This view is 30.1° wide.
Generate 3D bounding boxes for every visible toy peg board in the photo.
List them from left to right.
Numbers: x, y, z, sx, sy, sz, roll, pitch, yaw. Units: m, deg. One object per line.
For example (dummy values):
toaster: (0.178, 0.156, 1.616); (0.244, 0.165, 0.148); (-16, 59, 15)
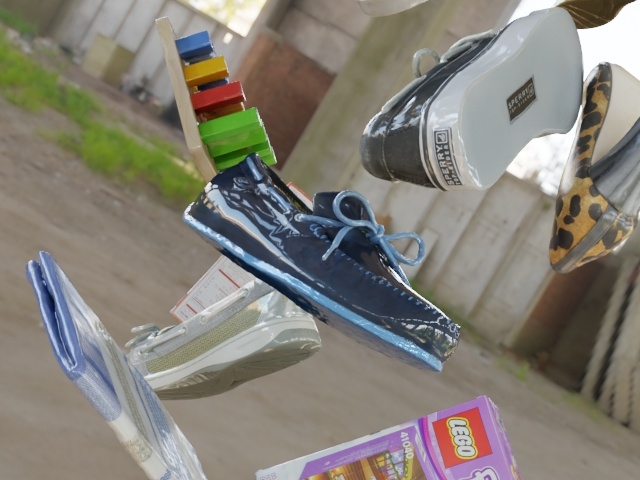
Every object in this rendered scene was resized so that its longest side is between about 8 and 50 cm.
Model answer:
toy peg board: (-0.108, -0.148, 1.301); (0.161, 0.079, 0.160); (72, 2, -71)

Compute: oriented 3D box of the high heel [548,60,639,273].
high heel: (0.242, -0.065, 1.078); (0.093, 0.186, 0.261); (35, 5, -5)

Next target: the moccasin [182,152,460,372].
moccasin: (0.000, 0.000, 1.086); (0.342, 0.117, 0.138); (31, -9, 37)

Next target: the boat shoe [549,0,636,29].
boat shoe: (0.298, -0.267, 1.251); (0.056, 0.048, 0.153); (22, -21, -17)

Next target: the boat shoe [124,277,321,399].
boat shoe: (-0.136, 0.120, 1.387); (0.320, 0.103, 0.118); (-24, -23, 38)

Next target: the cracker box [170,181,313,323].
cracker box: (-0.090, 0.043, 1.580); (0.067, 0.232, 0.156); (42, -8, 9)

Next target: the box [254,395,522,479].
box: (0.081, 0.288, 0.902); (0.057, 0.201, 0.293); (45, 27, -63)

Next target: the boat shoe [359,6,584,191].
boat shoe: (0.131, -0.114, 0.981); (0.105, 0.113, 0.306); (-1, 27, 32)

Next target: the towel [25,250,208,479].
towel: (-0.164, 0.157, 1.042); (0.285, 0.034, 0.209); (61, -5, -34)

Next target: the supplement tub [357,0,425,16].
supplement tub: (0.052, -0.395, 1.247); (0.272, 0.191, 0.191); (57, -7, -24)
